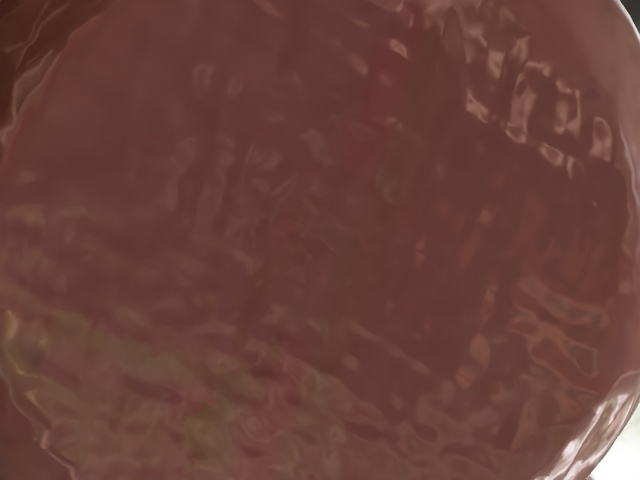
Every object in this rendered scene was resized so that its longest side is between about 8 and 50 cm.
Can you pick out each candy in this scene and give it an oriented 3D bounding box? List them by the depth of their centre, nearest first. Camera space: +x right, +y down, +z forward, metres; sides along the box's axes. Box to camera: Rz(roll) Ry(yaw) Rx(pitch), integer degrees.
[{"bbox_3d":[0.000,0.000,0.462,0.255,0.255,0.094,29,-174,-16],"label":"candy"}]
